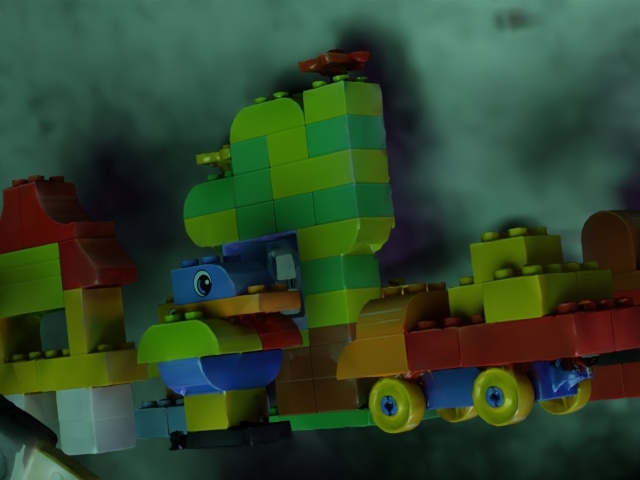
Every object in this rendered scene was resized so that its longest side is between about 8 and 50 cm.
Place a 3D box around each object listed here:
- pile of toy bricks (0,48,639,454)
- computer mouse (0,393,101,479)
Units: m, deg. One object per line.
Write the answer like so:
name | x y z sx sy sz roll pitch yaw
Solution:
pile of toy bricks | 0.000 0.000 0.433 0.212 0.118 0.105 -10 85 41
computer mouse | -0.037 0.121 0.409 0.262 0.060 0.184 37 144 30
